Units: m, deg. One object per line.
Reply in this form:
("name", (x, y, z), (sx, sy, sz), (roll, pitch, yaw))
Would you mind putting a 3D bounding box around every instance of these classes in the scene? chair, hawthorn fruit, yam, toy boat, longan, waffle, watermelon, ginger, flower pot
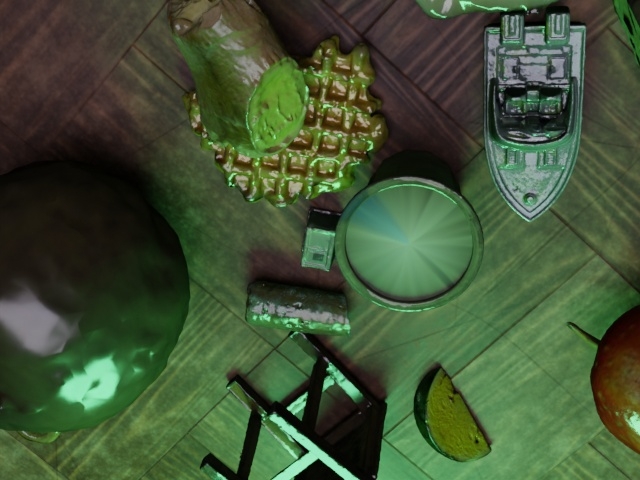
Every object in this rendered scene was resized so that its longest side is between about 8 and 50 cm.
("chair", (0.034, 0.383, 1.689), (0.416, 0.241, 0.203), (43, 113, -15))
("hawthorn fruit", (0.519, 0.200, 1.521), (0.330, 0.287, 0.287), (26, 117, 23))
("yam", (-0.035, 0.112, 1.659), (0.179, 0.078, 0.078), (7, 114, 6))
("toy boat", (0.307, -0.176, 1.469), (0.141, 0.092, 0.320), (1, 115, 10))
("longan", (-0.416, 0.095, 1.542), (0.436, 0.404, 0.404), (-27, 107, 15))
("waffle", (-0.053, -0.192, 1.537), (0.300, 0.058, 0.282), (-13, 112, 12))
("watermelon", (0.209, 0.314, 1.710), (0.092, 0.075, 0.181), (-26, 106, 14))
("ginger", (-0.128, -0.239, 1.415), (0.221, 0.130, 0.276), (35, 145, 17))
("flower pot", (0.135, -0.027, 1.501), (0.212, 0.202, 0.212), (3, 112, 7))

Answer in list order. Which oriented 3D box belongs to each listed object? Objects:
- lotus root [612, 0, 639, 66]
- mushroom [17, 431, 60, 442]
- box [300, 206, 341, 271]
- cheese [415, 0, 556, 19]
("lotus root", (0.563, -0.302, 1.296), (0.346, 0.250, 0.250), (-17, 110, 20))
("mushroom", (-0.494, 0.323, 1.816), (0.129, 0.073, 0.088), (-10, 100, 49))
("box", (0.000, 0.000, 1.610), (0.060, 0.063, 0.085), (13, 114, 4))
("cheese", (0.238, -0.441, 1.353), (0.318, 0.115, 0.326), (31, 116, -5))
